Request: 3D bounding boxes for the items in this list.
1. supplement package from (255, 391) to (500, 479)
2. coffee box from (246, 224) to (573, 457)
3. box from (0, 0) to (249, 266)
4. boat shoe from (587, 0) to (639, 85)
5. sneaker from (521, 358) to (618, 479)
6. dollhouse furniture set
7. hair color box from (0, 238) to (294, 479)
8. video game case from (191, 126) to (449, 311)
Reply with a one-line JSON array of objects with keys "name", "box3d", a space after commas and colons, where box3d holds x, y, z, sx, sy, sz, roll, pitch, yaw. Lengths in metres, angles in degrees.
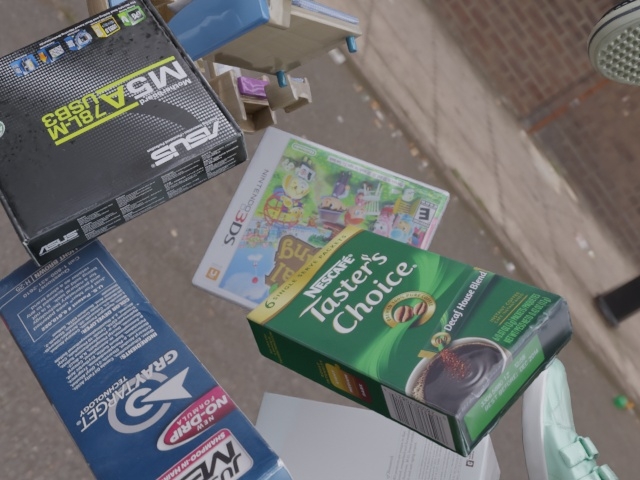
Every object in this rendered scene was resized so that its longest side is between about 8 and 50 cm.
[{"name": "supplement package", "box3d": [0.056, 0.315, 1.158, 0.198, 0.263, 0.199, 63, 38, -61]}, {"name": "coffee box", "box3d": [0.051, 0.056, 0.643, 0.184, 0.113, 0.040, 21, -37, 43]}, {"name": "box", "box3d": [-0.185, -0.096, 0.817, 0.184, 0.191, 0.045, 55, -14, 30]}, {"name": "boat shoe", "box3d": [0.600, -0.371, 1.463, 0.186, 0.500, 0.156, 76, -12, -54]}, {"name": "sneaker", "box3d": [0.262, 0.216, 0.879, 0.094, 0.151, 0.255, 34, 47, -68]}, {"name": "dollhouse furniture set", "box3d": [-0.085, -0.275, 1.171, 0.286, 0.303, 0.198, -1, 75, -52]}, {"name": "hair color box", "box3d": [-0.121, 0.144, 0.761, 0.347, 0.105, 0.173, 39, -18, 48]}, {"name": "video game case", "box3d": [0.000, 0.000, 1.041, 0.213, 0.193, 0.023, 22, -13, 14]}]
